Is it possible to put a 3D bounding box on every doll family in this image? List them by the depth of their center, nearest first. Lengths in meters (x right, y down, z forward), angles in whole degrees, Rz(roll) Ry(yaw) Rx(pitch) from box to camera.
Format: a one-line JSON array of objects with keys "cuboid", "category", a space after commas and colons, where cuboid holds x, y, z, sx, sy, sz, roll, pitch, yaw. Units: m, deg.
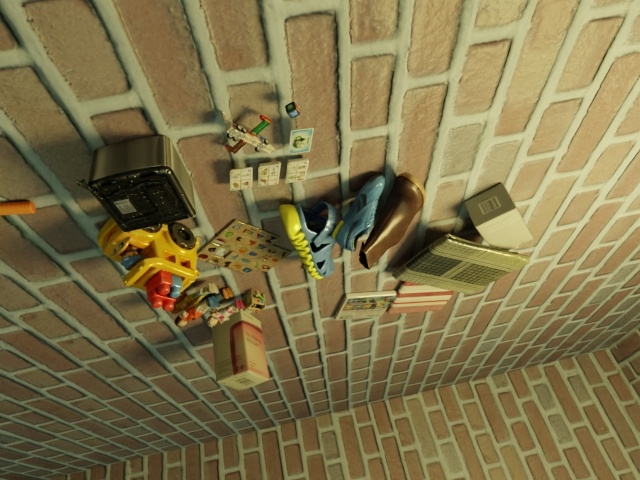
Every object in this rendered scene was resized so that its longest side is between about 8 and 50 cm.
[{"cuboid": [-0.368, 0.198, 1.403, 0.163, 0.118, 0.263, -30, 161, 12], "category": "doll family"}]

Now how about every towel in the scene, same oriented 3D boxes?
[{"cuboid": [0.450, 0.080, 1.463, 0.325, 0.056, 0.312, 14, 148, -18], "category": "towel"}, {"cuboid": [0.405, 0.181, 1.705, 0.237, 0.037, 0.328, -2, 143, -14], "category": "towel"}]

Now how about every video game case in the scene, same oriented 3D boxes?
[{"cuboid": [0.169, 0.250, 1.728, 0.202, 0.023, 0.183, -1, 144, -17], "category": "video game case"}]

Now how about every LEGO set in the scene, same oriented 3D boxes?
[{"cuboid": [-0.112, -0.205, 0.967, 0.183, 0.060, 0.244, -10, 154, -14], "category": "LEGO set"}]

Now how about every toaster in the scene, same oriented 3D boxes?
[{"cuboid": [-0.368, -0.116, 0.925, 0.168, 0.110, 0.185, -14, 146, -2], "category": "toaster"}]

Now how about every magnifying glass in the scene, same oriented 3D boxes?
[{"cuboid": [-0.734, -0.062, 0.947, 0.231, 0.026, 0.092, -6, 145, -13], "category": "magnifying glass"}]

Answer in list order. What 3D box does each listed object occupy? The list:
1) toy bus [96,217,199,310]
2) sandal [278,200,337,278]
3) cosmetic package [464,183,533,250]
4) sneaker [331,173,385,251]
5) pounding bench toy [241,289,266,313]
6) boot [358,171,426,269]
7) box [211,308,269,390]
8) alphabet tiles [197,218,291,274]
[{"cuboid": [-0.403, 0.058, 1.066, 0.150, 0.211, 0.220, -37, 138, 23], "category": "toy bus"}, {"cuboid": [0.000, 0.000, 1.223, 0.138, 0.126, 0.317, -21, 147, 3], "category": "sandal"}, {"cuboid": [0.540, -0.057, 1.353, 0.127, 0.107, 0.238, -28, 147, 21], "category": "cosmetic package"}, {"cuboid": [0.116, -0.067, 1.135, 0.209, 0.082, 0.069, -57, 154, 5], "category": "sneaker"}, {"cuboid": [-0.209, 0.198, 1.487, 0.065, 0.052, 0.083, 20, 133, -40], "category": "pounding bench toy"}, {"cuboid": [0.179, -0.041, 1.170, 0.206, 0.090, 0.248, -49, 159, -18], "category": "boot"}, {"cuboid": [-0.280, 0.380, 1.562, 0.127, 0.232, 0.148, -23, 145, 12], "category": "box"}, {"cuboid": [-0.208, 0.031, 1.287, 0.198, 0.009, 0.237, -37, 140, 29], "category": "alphabet tiles"}]
